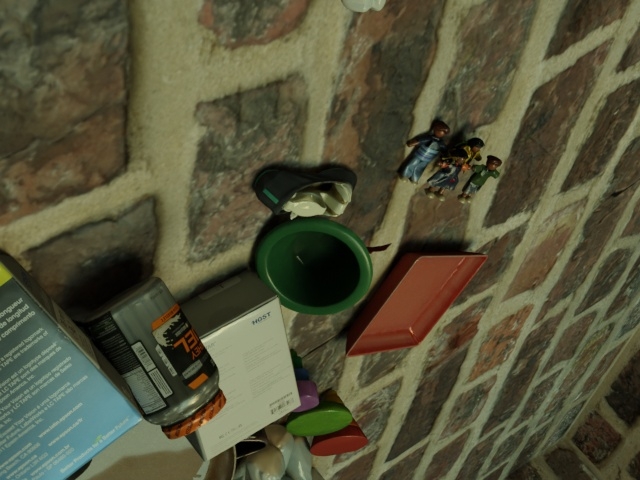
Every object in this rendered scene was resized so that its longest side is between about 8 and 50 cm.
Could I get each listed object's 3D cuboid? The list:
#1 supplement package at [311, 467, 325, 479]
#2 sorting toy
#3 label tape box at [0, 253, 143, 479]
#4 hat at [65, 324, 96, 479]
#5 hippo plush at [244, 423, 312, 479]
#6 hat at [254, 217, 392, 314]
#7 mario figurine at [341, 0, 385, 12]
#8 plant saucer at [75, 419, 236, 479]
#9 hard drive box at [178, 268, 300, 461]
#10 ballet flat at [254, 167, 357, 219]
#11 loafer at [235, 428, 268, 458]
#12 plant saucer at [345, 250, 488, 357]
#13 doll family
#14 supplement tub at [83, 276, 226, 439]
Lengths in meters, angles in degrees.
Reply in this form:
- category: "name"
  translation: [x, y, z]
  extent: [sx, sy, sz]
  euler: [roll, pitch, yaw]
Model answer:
- category: "supplement package"
  translation: [-0.058, 0.635, 1.986]
  extent: [0.145, 0.204, 0.262]
  euler: [-48, 151, 9]
- category: "sorting toy"
  translation: [-0.004, 0.309, 1.716]
  extent: [0.127, 0.126, 0.365]
  euler: [-15, 148, 9]
- category: "label tape box"
  translation: [-0.394, 0.142, 0.968]
  extent: [0.241, 0.106, 0.333]
  euler: [-38, 117, -7]
- category: "hat"
  translation: [-0.389, 0.271, 1.164]
  extent: [0.331, 0.134, 0.331]
  euler: [-29, 149, -20]
- category: "hippo plush"
  translation: [-0.136, 0.513, 1.784]
  extent: [0.237, 0.234, 0.294]
  euler: [-18, 140, 21]
- category: "hat"
  translation: [0.000, 0.000, 1.376]
  extent: [0.173, 0.183, 0.208]
  euler: [-14, 124, 14]
- category: "mario figurine"
  translation: [0.122, -0.332, 0.913]
  extent: [0.198, 0.170, 0.320]
  euler: [-20, 161, 41]
- category: "plant saucer"
  translation: [-0.288, 0.382, 1.428]
  extent: [0.311, 0.050, 0.310]
  euler: [-14, 120, -25]
- category: "hard drive box"
  translation: [-0.140, 0.189, 1.329]
  extent: [0.181, 0.089, 0.232]
  euler: [-27, 130, -24]
- category: "ballet flat"
  translation: [-0.005, -0.061, 1.241]
  extent: [0.203, 0.074, 0.074]
  euler: [-3, 133, -49]
- category: "loafer"
  translation: [-0.227, 0.373, 1.536]
  extent: [0.302, 0.095, 0.109]
  euler: [-21, 147, -32]
- category: "plant saucer"
  translation: [0.179, 0.112, 1.724]
  extent: [0.259, 0.048, 0.258]
  euler: [0, 131, -51]
- category: "doll family"
  translation: [0.212, -0.126, 1.414]
  extent: [0.193, 0.076, 0.111]
  euler: [0, 136, -46]
- category: "supplement tub"
  translation: [-0.208, 0.153, 1.139]
  extent: [0.117, 0.190, 0.117]
  euler: [-30, -170, 6]
